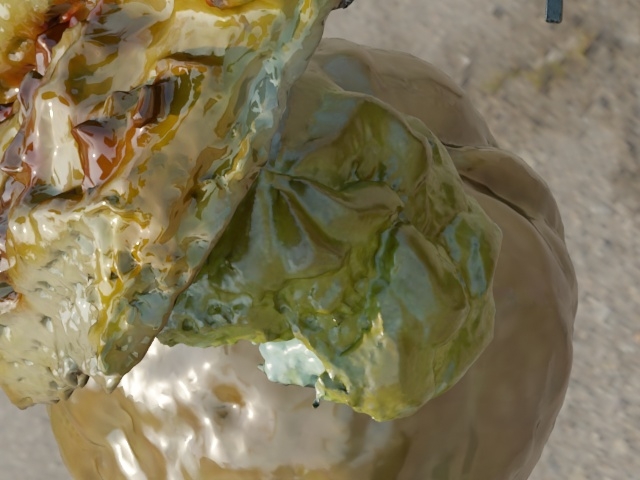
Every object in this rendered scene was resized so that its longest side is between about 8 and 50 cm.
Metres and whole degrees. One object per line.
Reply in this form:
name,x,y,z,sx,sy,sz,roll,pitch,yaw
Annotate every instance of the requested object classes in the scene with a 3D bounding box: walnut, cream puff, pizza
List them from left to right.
pizza,-0.086,-0.034,0.653,0.365,0.074,0.182,154,125,-62
walnut,-0.011,0.062,1.107,0.344,0.306,0.306,106,152,-48
cream puff,0.000,0.000,0.753,0.156,0.156,0.121,31,95,44

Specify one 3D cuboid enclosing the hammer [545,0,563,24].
hammer,0.145,-0.275,1.143,0.029,0.058,0.292,3,96,8
